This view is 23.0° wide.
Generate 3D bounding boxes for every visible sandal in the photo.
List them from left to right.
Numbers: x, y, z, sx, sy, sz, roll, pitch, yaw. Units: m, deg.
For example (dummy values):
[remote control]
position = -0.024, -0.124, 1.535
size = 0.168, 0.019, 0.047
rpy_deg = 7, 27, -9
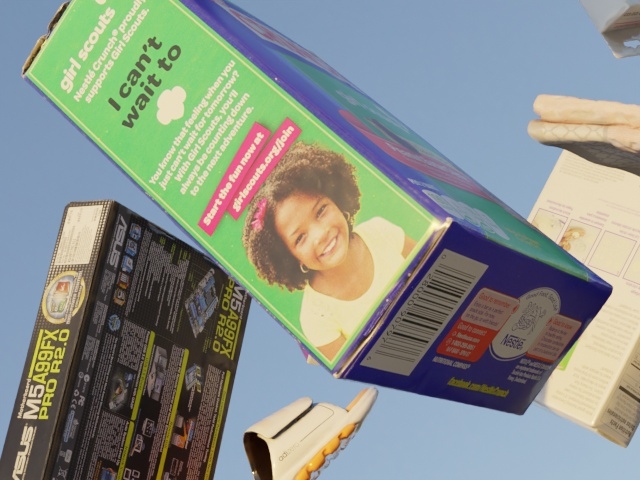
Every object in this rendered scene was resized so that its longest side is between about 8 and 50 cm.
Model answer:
[sandal]
position = -0.048, 0.203, 1.407
size = 0.265, 0.076, 0.102
rpy_deg = -43, -11, -30

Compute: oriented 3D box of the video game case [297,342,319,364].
[video game case]
position = 0.000, 0.000, 1.807
size = 0.041, 0.232, 0.210
rpy_deg = 8, -69, -19

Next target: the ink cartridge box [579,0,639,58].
[ink cartridge box]
position = 0.376, -0.325, 1.996
size = 0.104, 0.181, 0.061
rpy_deg = -15, -20, -42

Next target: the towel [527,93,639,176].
[towel]
position = 0.420, -0.075, 1.602
size = 0.332, 0.317, 0.053
rpy_deg = 13, -90, -50

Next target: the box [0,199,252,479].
[box]
position = -0.168, 0.127, 1.411
size = 0.060, 0.270, 0.216
rpy_deg = -2, -23, 35

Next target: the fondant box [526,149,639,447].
[fondant box]
position = 0.351, 0.064, 2.004
size = 0.096, 0.238, 0.330
rpy_deg = 35, -98, -44

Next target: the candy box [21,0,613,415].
[candy box]
position = 0.001, -0.036, 1.024
size = 0.122, 0.317, 0.268
rpy_deg = -55, -30, 9
